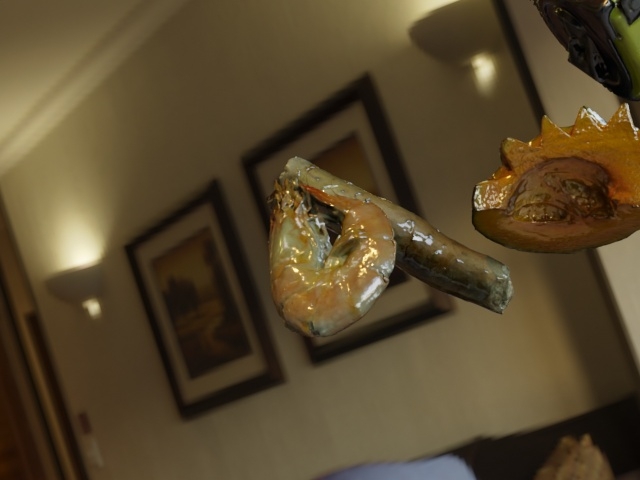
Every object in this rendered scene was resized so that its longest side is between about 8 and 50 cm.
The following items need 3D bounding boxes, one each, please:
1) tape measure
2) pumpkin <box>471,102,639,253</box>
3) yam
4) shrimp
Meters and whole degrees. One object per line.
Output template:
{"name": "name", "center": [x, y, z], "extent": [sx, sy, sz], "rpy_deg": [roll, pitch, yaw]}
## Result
{"name": "tape measure", "center": [0.288, -0.219, 1.349], "extent": [0.112, 0.199, 0.186], "rpy_deg": [-42, -49, 2]}
{"name": "pumpkin", "center": [0.300, -0.069, 1.609], "extent": [0.254, 0.130, 0.149], "rpy_deg": [-4, -22, 6]}
{"name": "yam", "center": [0.088, -0.006, 1.640], "extent": [0.067, 0.317, 0.071], "rpy_deg": [-63, -19, 4]}
{"name": "shrimp", "center": [0.000, 0.000, 1.436], "extent": [0.145, 0.061, 0.267], "rpy_deg": [-38, 31, 8]}
